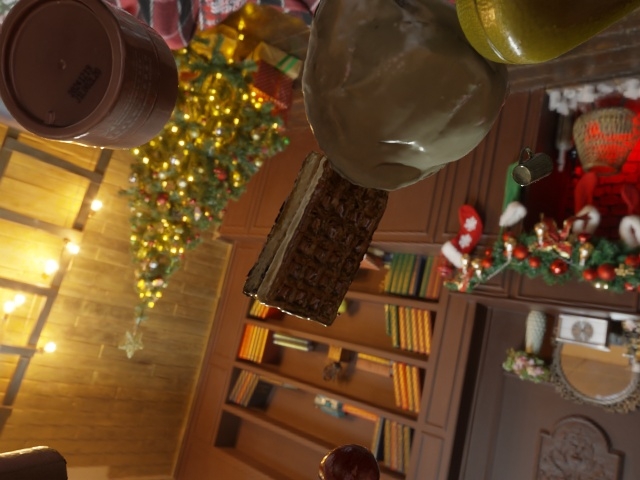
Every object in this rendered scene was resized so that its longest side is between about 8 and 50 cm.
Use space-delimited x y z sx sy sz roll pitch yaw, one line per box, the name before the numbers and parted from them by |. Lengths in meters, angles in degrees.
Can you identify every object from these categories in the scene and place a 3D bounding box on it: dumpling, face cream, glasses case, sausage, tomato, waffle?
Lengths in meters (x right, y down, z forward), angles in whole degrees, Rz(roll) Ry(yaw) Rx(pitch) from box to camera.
dumpling | 0.130 -0.229 0.831 0.395 0.316 0.233 29 -170 -37
face cream | -0.239 -0.173 0.538 0.149 0.149 0.104 10 -173 13
glasses case | 0.315 -0.337 0.522 0.173 0.371 0.141 56 179 -22
sausage | -0.556 0.421 0.854 0.123 0.123 0.253 9 169 20
tomato | 0.083 0.633 1.413 0.167 0.167 0.167 12 169 2
waffle | 0.001 0.000 1.004 0.091 0.308 0.213 23 177 42

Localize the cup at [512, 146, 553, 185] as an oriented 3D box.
cup | 0.462 -0.164 1.125 0.083 0.075 0.054 -25 -156 -32
